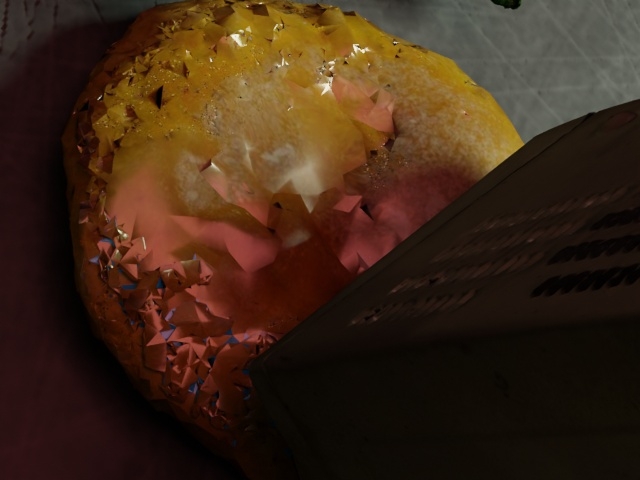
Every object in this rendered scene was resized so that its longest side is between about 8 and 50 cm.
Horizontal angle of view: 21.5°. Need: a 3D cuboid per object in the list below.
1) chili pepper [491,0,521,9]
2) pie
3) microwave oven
[{"bbox_3d":[-0.020,-0.153,0.838,0.279,0.065,0.122,-12,39,-39],"label":"chili pepper"},{"bbox_3d":[0.000,-0.001,0.787,0.273,0.069,0.273,10,64,-20],"label":"pie"},{"bbox_3d":[0.212,0.137,0.654,0.247,0.333,0.394,-36,101,-30],"label":"microwave oven"}]
